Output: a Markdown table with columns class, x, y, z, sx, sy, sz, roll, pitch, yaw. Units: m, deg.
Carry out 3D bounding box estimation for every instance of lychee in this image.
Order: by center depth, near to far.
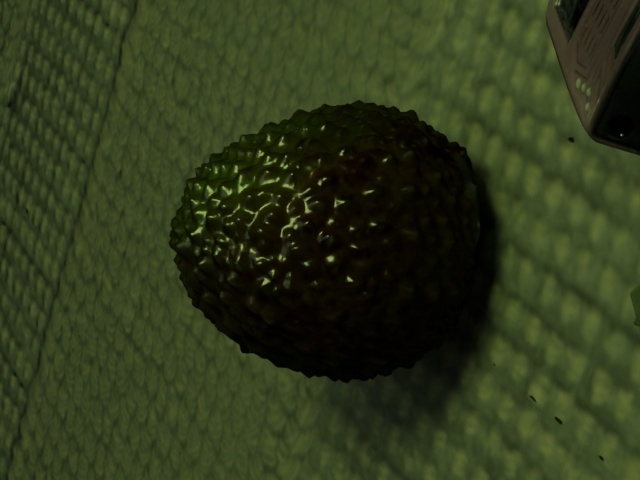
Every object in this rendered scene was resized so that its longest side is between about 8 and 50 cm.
| class | x | y | z | sx | sy | sz | roll | pitch | yaw |
| --- | --- | --- | --- | --- | --- | --- | --- | --- | --- |
| lychee | 0.000 | 0.000 | 0.998 | 0.171 | 0.171 | 0.171 | -20 | 67 | 57 |

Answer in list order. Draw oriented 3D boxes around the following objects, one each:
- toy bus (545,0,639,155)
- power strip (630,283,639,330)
| class | x | y | z | sx | sy | sz | roll | pitch | yaw |
| --- | --- | --- | --- | --- | --- | --- | --- | --- | --- |
| toy bus | 0.187 | -0.066 | 0.668 | 0.108 | 0.199 | 0.096 | -106 | 35 | -52 |
| power strip | 0.170 | 0.020 | 0.849 | 0.083 | 0.017 | 0.027 | -45 | 46 | 44 |
